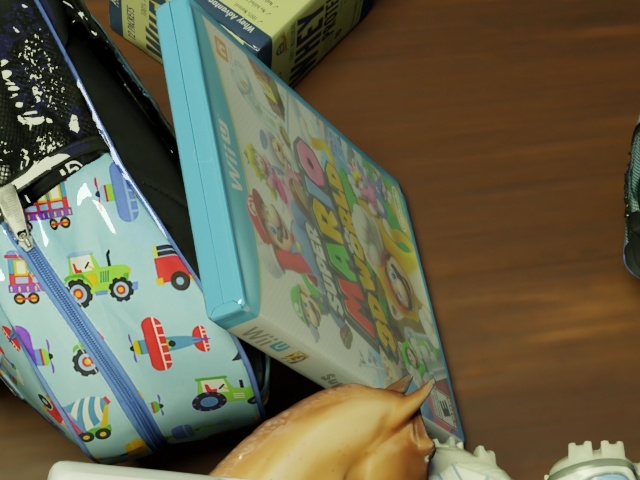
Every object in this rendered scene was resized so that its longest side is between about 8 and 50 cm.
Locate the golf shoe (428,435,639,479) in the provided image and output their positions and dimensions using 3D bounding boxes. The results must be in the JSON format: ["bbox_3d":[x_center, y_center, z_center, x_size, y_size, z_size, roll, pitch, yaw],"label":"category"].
[{"bbox_3d":[0.052,0.115,0.545,0.176,0.069,0.086,1,66,-3],"label":"golf shoe"}]

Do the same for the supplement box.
[{"bbox_3d":[-0.033,-0.110,0.670,0.083,0.056,0.083,36,63,15],"label":"supplement box"}]

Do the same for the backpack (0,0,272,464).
[{"bbox_3d":[-0.093,0.006,0.548,0.117,0.158,0.173,-31,85,-9],"label":"backpack"}]

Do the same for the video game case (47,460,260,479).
[{"bbox_3d":[0.000,0.171,0.452,0.183,0.023,0.201,8,92,-15],"label":"video game case"}]

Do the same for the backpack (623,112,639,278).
[{"bbox_3d":[0.172,-0.029,0.626,0.105,0.084,0.114,12,65,1],"label":"backpack"}]

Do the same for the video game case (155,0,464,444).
[{"bbox_3d":[0.000,0.000,0.558,0.015,0.166,0.119,-23,60,20],"label":"video game case"}]

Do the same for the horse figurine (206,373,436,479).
[{"bbox_3d":[-0.074,0.150,0.478,0.263,0.066,0.174,-11,93,-8],"label":"horse figurine"}]
